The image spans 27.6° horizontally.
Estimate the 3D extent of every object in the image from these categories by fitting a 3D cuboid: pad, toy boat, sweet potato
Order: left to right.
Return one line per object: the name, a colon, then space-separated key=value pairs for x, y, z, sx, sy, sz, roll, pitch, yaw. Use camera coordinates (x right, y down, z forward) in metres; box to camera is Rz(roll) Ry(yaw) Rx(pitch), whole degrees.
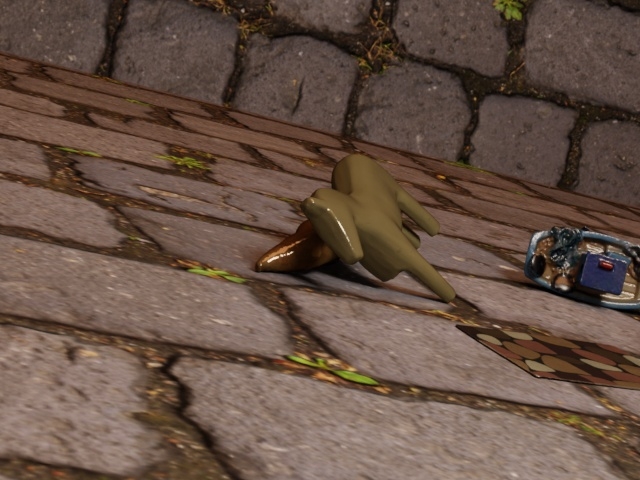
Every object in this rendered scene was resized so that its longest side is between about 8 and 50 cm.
sweet potato: x=0.000 y=0.000 z=1.518 sx=0.067 sy=0.059 sz=0.281 roll=8 pitch=7 yaw=15
pad: x=0.275 y=0.128 z=1.391 sx=0.235 sy=0.003 sz=0.158 roll=9 pitch=12 yaw=-30
toy boat: x=0.387 y=0.039 z=1.762 sx=0.223 sy=0.100 sz=0.097 roll=13 pitch=1 yaw=-3

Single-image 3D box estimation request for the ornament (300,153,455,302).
ornament: x=0.058 y=-0.017 z=1.491 sx=0.245 sy=0.061 sz=0.230 roll=40 pitch=24 yaw=-29
